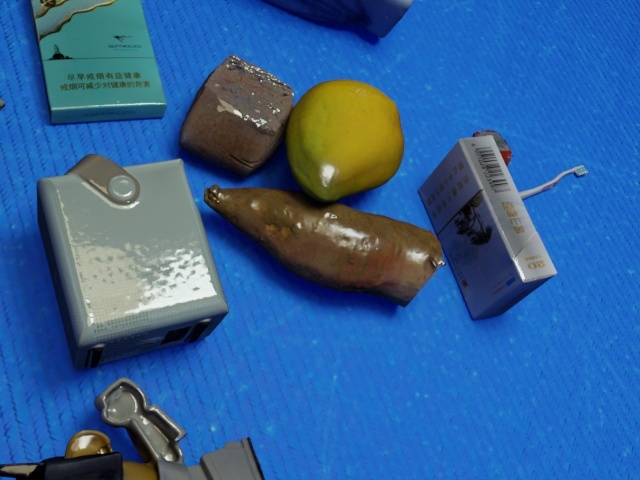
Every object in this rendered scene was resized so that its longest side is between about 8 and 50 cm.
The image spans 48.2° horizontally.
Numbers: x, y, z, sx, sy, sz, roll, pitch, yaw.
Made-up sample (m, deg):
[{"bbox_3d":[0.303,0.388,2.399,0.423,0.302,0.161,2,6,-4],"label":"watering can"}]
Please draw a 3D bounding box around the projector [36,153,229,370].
[{"bbox_3d":[-0.234,0.016,0.866,0.177,0.163,0.242,-13,71,-26],"label":"projector"}]

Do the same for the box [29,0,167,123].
[{"bbox_3d":[-0.330,-0.280,1.055,0.162,0.041,0.229,-8,67,-24],"label":"box"}]

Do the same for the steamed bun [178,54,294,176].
[{"bbox_3d":[-0.115,-0.184,1.045,0.145,0.106,0.175,24,56,-6],"label":"steamed bun"}]

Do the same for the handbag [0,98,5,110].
[{"bbox_3d":[-0.531,-0.056,0.830,0.253,0.109,0.315,6,62,-11],"label":"handbag"}]

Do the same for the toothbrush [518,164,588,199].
[{"bbox_3d":[0.389,-0.097,1.233,0.204,0.017,0.022,-20,53,-28],"label":"toothbrush"}]

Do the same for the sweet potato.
[{"bbox_3d":[-0.001,0.001,0.980,0.337,0.131,0.131,15,60,-12],"label":"sweet potato"}]

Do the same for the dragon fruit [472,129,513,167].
[{"bbox_3d":[0.278,-0.144,1.195,0.056,0.060,0.083,-3,38,-14],"label":"dragon fruit"}]

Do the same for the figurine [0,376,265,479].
[{"bbox_3d":[-0.200,0.292,0.748,0.308,0.143,0.308,18,41,-16],"label":"figurine"}]

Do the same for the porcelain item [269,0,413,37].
[{"bbox_3d":[-0.029,-0.497,1.164,0.405,0.242,0.178,23,77,-10],"label":"porcelain item"}]

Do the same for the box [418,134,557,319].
[{"bbox_3d":[0.239,-0.017,1.059,0.067,0.149,0.233,-11,68,-21],"label":"box"}]

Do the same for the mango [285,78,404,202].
[{"bbox_3d":[0.036,-0.145,1.035,0.176,0.119,0.317,41,36,-5],"label":"mango"}]
